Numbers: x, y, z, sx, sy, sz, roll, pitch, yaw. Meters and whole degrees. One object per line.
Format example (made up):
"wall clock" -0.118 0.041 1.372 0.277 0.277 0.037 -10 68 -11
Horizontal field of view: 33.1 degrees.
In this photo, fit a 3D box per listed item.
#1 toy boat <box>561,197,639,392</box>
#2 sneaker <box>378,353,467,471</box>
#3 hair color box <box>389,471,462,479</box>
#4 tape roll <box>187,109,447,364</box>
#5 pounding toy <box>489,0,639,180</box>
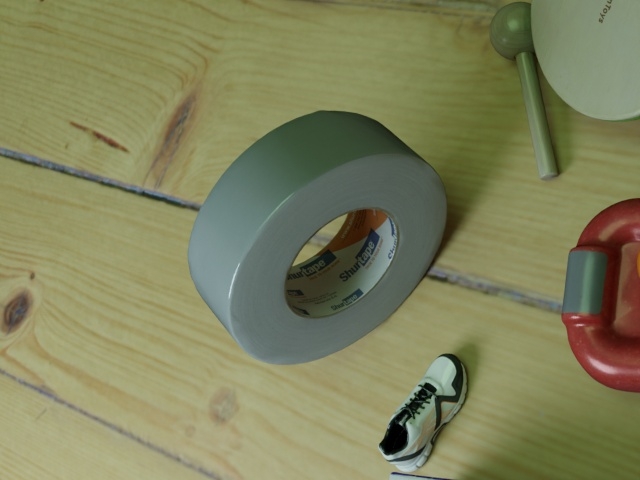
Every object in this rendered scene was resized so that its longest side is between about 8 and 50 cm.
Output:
"toy boat" 0.270 0.030 0.753 0.231 0.151 0.151 -1 73 35
"sneaker" 0.087 0.144 0.909 0.040 0.044 0.109 24 85 41
"hair color box" 0.200 0.272 0.740 0.339 0.110 0.185 -2 71 33
"tape roll" 0.000 0.000 0.913 0.219 0.219 0.072 -51 53 9
"pounding toy" 0.261 -0.177 0.890 0.237 0.110 0.182 -42 60 52
